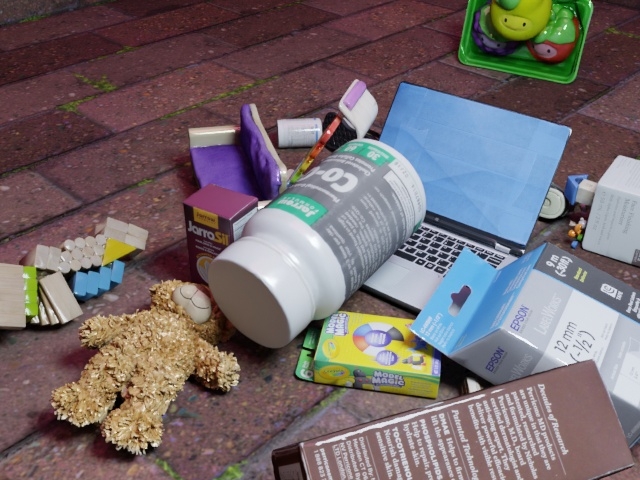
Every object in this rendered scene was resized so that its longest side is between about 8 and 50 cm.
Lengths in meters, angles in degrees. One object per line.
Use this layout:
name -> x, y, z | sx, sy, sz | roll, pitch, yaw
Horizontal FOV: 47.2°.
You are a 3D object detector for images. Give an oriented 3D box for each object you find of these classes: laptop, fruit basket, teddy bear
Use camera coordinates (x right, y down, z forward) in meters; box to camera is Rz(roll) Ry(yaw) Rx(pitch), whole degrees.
laptop -> 0.202, -0.091, 1.396 | 0.381, 0.236, 0.408 | 23, 39, 30
fruit basket -> 0.595, -0.631, 2.159 | 0.391, 0.283, 0.392 | 7, 20, -3
teddy bear -> -0.250, 0.170, 1.110 | 0.245, 0.113, 0.338 | 27, 42, 30

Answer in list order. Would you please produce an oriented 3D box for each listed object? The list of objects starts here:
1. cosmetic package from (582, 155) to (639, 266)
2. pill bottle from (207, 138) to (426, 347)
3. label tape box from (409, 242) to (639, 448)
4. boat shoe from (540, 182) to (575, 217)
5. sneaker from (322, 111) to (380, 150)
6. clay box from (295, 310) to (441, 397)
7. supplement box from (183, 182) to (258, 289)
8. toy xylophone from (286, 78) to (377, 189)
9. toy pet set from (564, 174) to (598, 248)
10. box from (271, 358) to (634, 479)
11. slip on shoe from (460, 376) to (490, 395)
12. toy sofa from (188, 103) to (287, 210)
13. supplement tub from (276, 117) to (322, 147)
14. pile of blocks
cosmetic package -> 0.632, -0.050, 1.421 | 0.183, 0.151, 0.151 | 20, 38, 28
pill bottle -> 0.000, 0.000, 1.205 | 0.204, 0.204, 0.361 | 24, 48, 30
label tape box -> 0.347, 0.126, 1.119 | 0.347, 0.115, 0.249 | 31, 42, 13
boat shoe -> 0.438, -0.113, 1.584 | 0.079, 0.084, 0.233 | -13, 34, -43
sneaker -> 0.091, -0.239, 1.777 | 0.097, 0.084, 0.234 | 5, 26, -40
clay box -> 0.079, 0.175, 1.161 | 0.222, 0.053, 0.127 | 7, 33, 7
supplement box -> -0.169, 0.008, 1.281 | 0.104, 0.188, 0.081 | 19, 39, 25
toy xylophone -> 0.004, -0.168, 1.488 | 0.081, 0.323, 0.236 | 36, 35, -6
toy pet set -> 0.513, -0.066, 1.473 | 0.065, 0.114, 0.122 | 23, 41, 29
box -> 0.148, 0.262, 0.880 | 0.381, 0.191, 0.143 | -10, 74, -18
slip on shoe -> 0.228, 0.252, 1.059 | 0.041, 0.051, 0.135 | 15, 28, -1
toy sofa -> -0.177, -0.136, 1.507 | 0.150, 0.177, 0.363 | -8, 36, -14
supplement tub -> -0.052, -0.263, 1.792 | 0.107, 0.071, 0.071 | -3, 34, -6
pile of blocks -> -0.459, 0.074, 1.277 | 0.112, 0.149, 0.362 | -28, -2, 44
